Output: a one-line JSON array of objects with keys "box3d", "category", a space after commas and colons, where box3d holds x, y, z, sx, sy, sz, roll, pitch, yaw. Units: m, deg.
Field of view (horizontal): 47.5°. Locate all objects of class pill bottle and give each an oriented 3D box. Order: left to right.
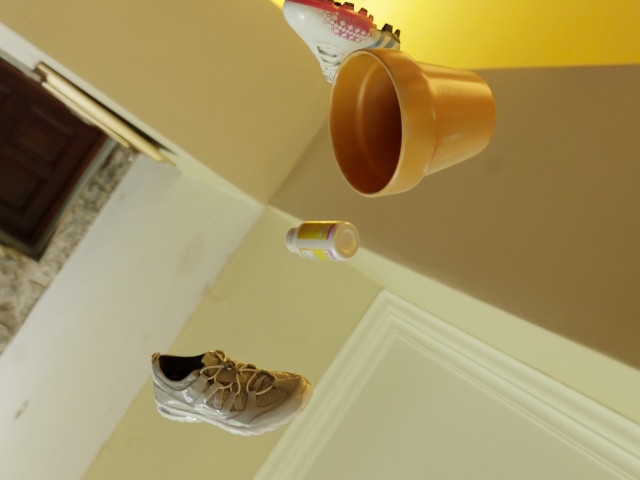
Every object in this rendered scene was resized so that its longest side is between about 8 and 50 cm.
[{"box3d": [0.000, 0.000, 0.806, 0.083, 0.043, 0.043, 2, -120, 45], "category": "pill bottle"}]

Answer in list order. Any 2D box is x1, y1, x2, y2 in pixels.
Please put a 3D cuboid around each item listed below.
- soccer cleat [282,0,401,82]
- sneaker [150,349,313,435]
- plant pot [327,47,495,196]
[{"box3d": [0.042, -0.324, 1.248, 0.116, 0.331, 0.143, 22, -77, 29], "category": "soccer cleat"}, {"box3d": [-0.150, 0.227, 1.134, 0.281, 0.115, 0.105, -4, -149, 20], "category": "sneaker"}, {"box3d": [0.140, -0.175, 1.054, 0.205, 0.188, 0.205, 30, -56, 57], "category": "plant pot"}]
